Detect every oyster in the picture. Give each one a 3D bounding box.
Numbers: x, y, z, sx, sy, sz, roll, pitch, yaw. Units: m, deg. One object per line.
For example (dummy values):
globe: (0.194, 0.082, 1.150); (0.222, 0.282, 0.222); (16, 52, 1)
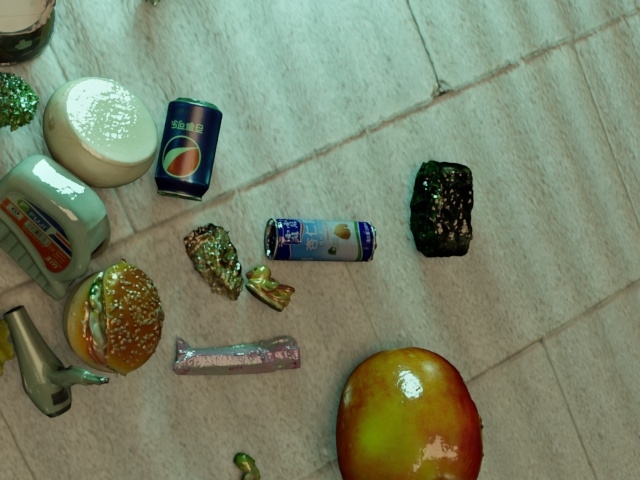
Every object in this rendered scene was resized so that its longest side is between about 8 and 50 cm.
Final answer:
oyster: (-0.221, 0.049, 1.974); (0.105, 0.056, 0.177); (-19, 93, -28)

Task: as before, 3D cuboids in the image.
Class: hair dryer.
hair dryer: (-0.517, 0.211, 1.765); (0.092, 0.267, 0.229); (-32, 89, -44)

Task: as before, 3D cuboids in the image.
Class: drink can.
drink can: (0.000, 0.000, 2.034); (0.235, 0.097, 0.097); (3, 90, -22)
drink can: (-0.275, -0.188, 1.912); (0.118, 0.118, 0.205); (10, 88, -21)

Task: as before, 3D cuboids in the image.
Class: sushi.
sushi: (0.276, -0.072, 2.126); (0.127, 0.124, 0.225); (-1, 97, -21)

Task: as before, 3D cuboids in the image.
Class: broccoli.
broccoli: (-0.649, -0.233, 1.755); (0.220, 0.194, 0.194); (-3, 92, -45)

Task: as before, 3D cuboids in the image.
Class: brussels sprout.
brussels sprout: (-0.159, 0.503, 2.004); (0.051, 0.046, 0.083); (-16, 98, 21)

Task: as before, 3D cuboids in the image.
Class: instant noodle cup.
instant noodle cup: (-0.597, -0.449, 1.734); (0.217, 0.207, 0.217); (0, 90, -22)

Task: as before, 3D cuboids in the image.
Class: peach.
peach: (0.174, 0.392, 2.001); (0.242, 0.380, 0.306); (15, 112, -22)

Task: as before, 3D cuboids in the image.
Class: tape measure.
tape measure: (-0.519, -0.032, 1.771); (0.243, 0.246, 0.125); (46, 38, -14)

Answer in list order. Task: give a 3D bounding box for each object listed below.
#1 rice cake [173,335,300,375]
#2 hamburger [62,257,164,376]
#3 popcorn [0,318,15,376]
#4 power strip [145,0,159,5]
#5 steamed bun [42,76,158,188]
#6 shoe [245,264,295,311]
rice cake: (-0.178, 0.249, 1.991); (0.290, 0.051, 0.081); (2, 91, -22)
hamburger: (-0.403, 0.157, 1.827); (0.237, 0.147, 0.237); (1, 88, -54)
popcorn: (-0.683, 0.196, 1.729); (0.189, 0.169, 0.218); (-31, 84, -25)
power strip: (-0.253, -0.635, 1.918); (0.043, 0.106, 0.367); (38, 77, -16)
steamed bun: (-0.443, -0.202, 1.820); (0.232, 0.145, 0.232); (23, 49, -29)
shoe: (-0.110, 0.104, 2.006); (0.109, 0.072, 0.069); (34, 71, 26)
